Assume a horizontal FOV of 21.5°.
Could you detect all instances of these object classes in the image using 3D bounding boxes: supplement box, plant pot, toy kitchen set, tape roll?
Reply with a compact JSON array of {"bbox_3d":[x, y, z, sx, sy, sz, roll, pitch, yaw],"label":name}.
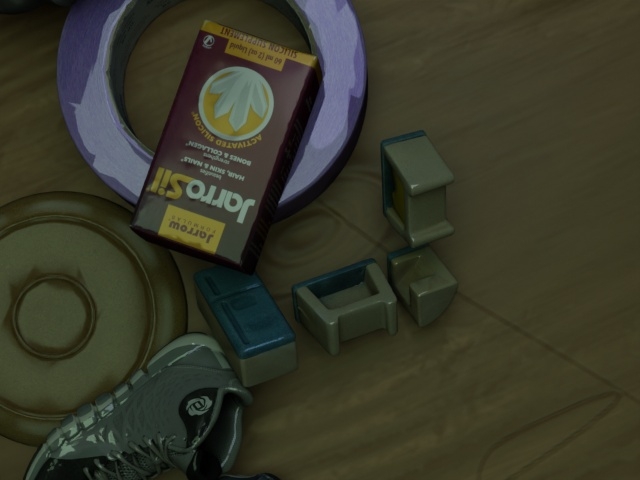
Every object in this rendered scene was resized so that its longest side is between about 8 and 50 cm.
[{"bbox_3d":[-0.078,-0.076,1.422,0.104,0.081,0.188,19,84,6],"label":"supplement box"},{"bbox_3d":[-0.239,0.070,1.527,0.236,0.032,0.236,0,83,3],"label":"plant pot"},{"bbox_3d":[0.000,0.000,1.459,0.207,0.166,0.122,-18,41,-16],"label":"toy kitchen set"},{"bbox_3d":[-0.094,-0.146,1.518,0.274,0.090,0.275,0,83,2],"label":"tape roll"}]

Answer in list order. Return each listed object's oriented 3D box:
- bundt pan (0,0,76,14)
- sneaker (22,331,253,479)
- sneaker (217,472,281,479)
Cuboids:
[{"bbox_3d":[-0.246,-0.337,1.486,0.330,0.124,0.331,-11,61,21],"label":"bundt pan"},{"bbox_3d":[-0.152,0.186,1.453,0.228,0.086,0.132,-43,41,-3],"label":"sneaker"},{"bbox_3d":[-0.087,0.307,1.465,0.163,0.086,0.226,38,88,8],"label":"sneaker"}]
